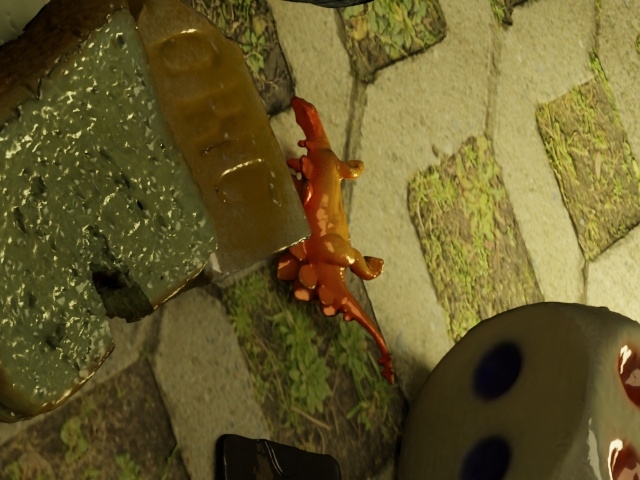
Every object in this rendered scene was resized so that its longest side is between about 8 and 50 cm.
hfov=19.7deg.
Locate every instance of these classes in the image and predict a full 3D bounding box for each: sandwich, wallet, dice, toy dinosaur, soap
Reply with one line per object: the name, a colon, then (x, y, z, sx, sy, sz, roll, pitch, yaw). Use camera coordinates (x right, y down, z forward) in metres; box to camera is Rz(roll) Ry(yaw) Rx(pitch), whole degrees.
sandwich: (-0.209, -0.018, 1.376, 0.273, 0.095, 0.249, -46, 125, -42)
wallet: (-0.035, 0.216, 1.611, 0.156, 0.018, 0.082, 22, 57, -45)
dice: (0.235, 0.230, 1.775, 0.259, 0.243, 0.251, 39, 46, -33)
toy dinosaur: (0.000, 0.000, 1.716, 0.117, 0.070, 0.288, -1, 74, -47)
soap: (-0.116, -0.095, 1.593, 0.160, 0.080, 0.257, -27, 97, -55)

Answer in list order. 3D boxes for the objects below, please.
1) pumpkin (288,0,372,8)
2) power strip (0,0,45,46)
pumpkin: (-0.007, -0.403, 1.724, 0.363, 0.266, 0.363, 19, 64, -45)
power strip: (-0.327, -0.166, 1.366, 0.338, 0.058, 0.098, 12, 65, -50)
